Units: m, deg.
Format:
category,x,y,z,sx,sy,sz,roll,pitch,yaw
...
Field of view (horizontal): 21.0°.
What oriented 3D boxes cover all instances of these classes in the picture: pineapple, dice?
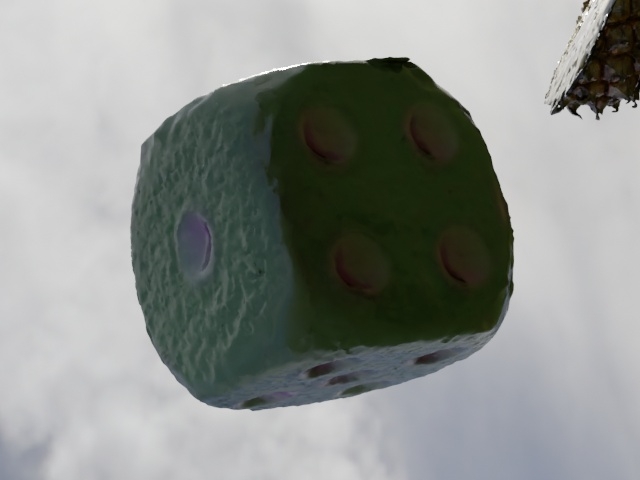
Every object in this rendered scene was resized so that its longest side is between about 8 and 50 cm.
category,x,y,z,sx,sy,sz,roll,pitch,yaw
pineapple,0.462,-0.229,2.207,0.271,0.262,0.262,23,-126,-3
dice,0.000,0.000,1.890,0.330,0.318,0.322,-5,-105,-36
